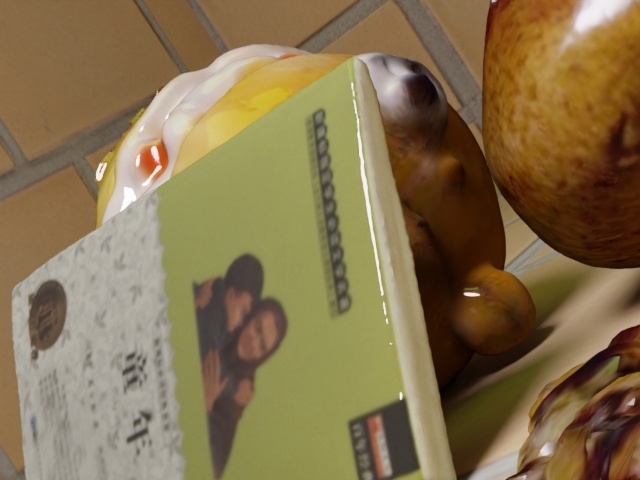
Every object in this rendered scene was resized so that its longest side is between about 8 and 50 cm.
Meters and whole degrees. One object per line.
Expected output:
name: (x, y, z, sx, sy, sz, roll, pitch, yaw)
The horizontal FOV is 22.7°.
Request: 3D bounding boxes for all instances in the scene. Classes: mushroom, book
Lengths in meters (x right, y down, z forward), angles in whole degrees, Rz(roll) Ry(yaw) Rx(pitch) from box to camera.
mushroom: (0.237, -0.123, 0.890, 0.345, 0.259, 0.345, -34, -38, -31)
book: (-0.074, 0.076, 0.911, 0.035, 0.239, 0.352, 9, -29, -40)

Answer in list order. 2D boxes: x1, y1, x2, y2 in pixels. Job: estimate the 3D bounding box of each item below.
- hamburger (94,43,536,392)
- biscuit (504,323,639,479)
hamburger: (0.000, 0.000, 1.051, 0.276, 0.276, 0.237, -34, 15, -26)
biscuit: (0.165, 0.020, 0.434, 0.289, 0.081, 0.334, -33, 0, -21)
